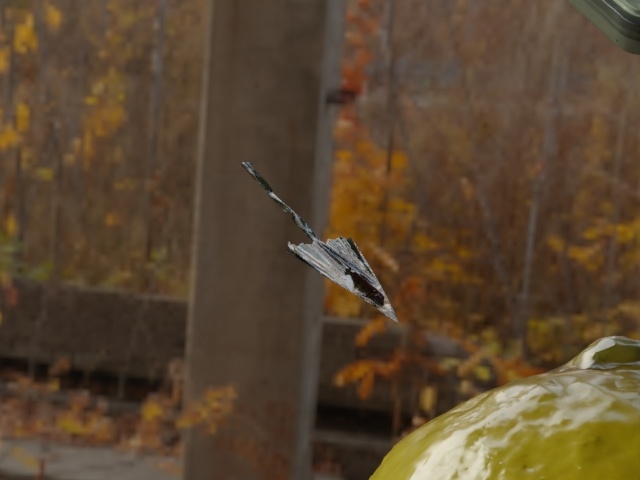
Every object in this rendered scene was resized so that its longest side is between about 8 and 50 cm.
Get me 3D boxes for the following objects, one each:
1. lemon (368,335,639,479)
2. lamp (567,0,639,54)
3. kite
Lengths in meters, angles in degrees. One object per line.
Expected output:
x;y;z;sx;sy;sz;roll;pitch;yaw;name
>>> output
0.149;0.222;0.856;0.364;0.364;0.364;4;13;-1;lemon
0.307;-0.288;1.530;0.269;0.047;0.266;-22;50;-24;lamp
-0.001;0.001;1.802;0.250;0.012;0.229;44;13;14;kite
